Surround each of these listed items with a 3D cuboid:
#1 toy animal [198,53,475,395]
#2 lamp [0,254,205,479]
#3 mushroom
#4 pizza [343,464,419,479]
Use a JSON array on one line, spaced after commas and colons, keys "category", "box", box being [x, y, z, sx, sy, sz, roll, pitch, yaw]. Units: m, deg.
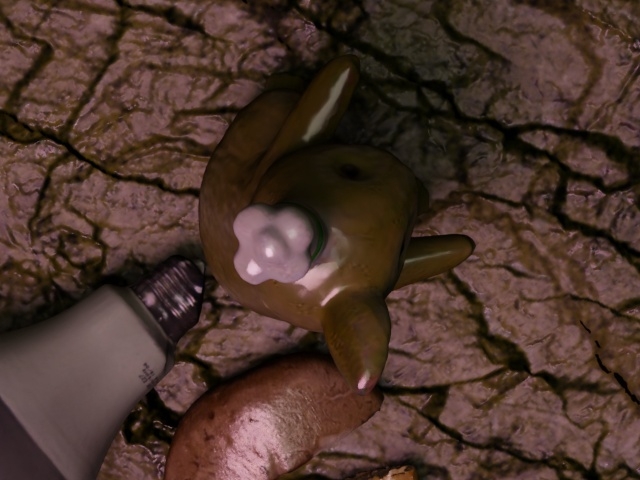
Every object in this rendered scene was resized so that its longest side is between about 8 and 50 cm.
[{"category": "toy animal", "box": [0.012, -0.013, 1.413, 0.180, 0.363, 0.181, -42, 104, -6]}, {"category": "lamp", "box": [-0.218, 0.140, 1.559, 0.314, 0.182, 0.182, -30, 103, -23]}, {"category": "mushroom", "box": [-0.054, 0.155, 1.587, 0.210, 0.072, 0.094, -27, 93, 7]}, {"category": "pizza", "box": [0.007, 0.298, 1.597, 0.188, 0.080, 0.204, -11, 100, -12]}]
